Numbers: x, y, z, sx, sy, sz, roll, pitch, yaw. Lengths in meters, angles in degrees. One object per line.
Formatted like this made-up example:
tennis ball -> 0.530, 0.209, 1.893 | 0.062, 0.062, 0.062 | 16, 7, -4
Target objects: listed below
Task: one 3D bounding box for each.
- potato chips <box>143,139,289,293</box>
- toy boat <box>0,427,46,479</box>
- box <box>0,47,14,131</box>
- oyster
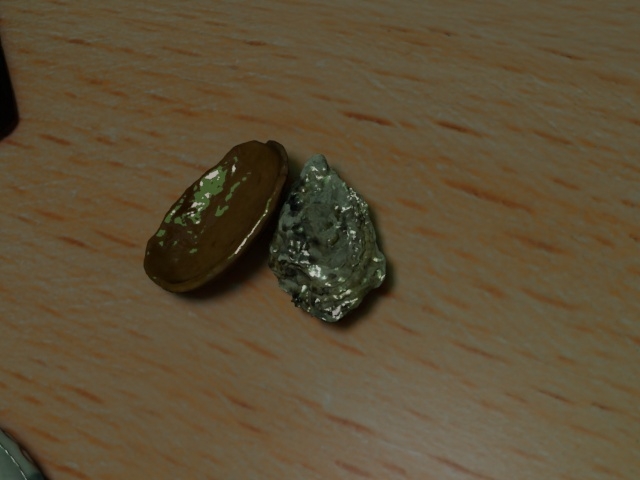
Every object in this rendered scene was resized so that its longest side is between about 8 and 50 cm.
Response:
potato chips -> -0.105, -0.024, 0.985 | 0.150, 0.049, 0.202 | 24, 80, 42
toy boat -> -0.380, 0.253, 0.953 | 0.207, 0.079, 0.134 | 28, 86, 17
box -> -0.564, -0.208, 1.218 | 0.288, 0.073, 0.290 | -28, 61, 6
oyster -> 0.000, 0.000, 0.935 | 0.124, 0.064, 0.177 | -31, 60, -3
